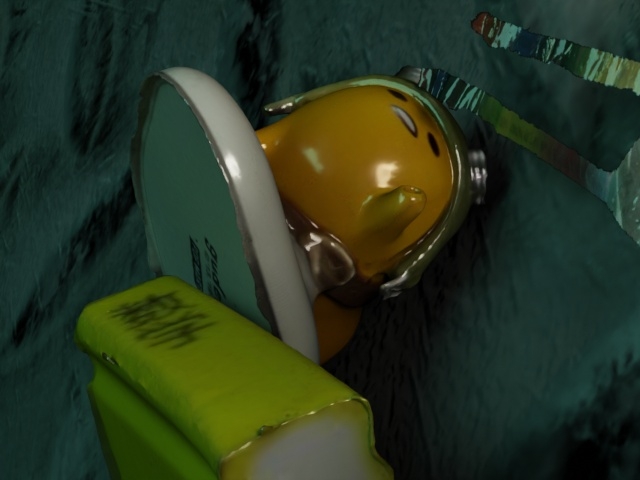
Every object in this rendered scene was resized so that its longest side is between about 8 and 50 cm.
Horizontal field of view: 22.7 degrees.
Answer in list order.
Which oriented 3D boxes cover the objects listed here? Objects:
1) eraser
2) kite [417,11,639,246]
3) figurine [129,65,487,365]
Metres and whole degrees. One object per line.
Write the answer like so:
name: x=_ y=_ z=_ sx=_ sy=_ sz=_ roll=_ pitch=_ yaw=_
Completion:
eraser: x=-0.035 y=0.113 z=0.698 sx=0.226 sy=0.069 sz=0.158 roll=23 pitch=134 yaw=64
kite: x=0.146 y=-0.069 z=0.616 sx=0.169 sy=0.015 sz=0.310 roll=-61 pitch=38 yaw=11
figurine: x=0.000 y=0.000 z=0.800 sx=0.166 sy=0.141 sz=0.250 roll=56 pitch=158 yaw=28
